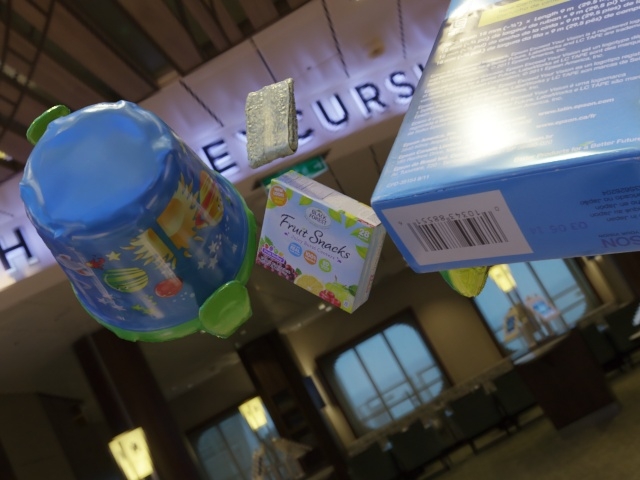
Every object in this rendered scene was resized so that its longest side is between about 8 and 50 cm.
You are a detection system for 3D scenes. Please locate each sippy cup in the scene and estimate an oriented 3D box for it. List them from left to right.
[{"bbox_3d":[-0.207,-0.029,0.893,0.305,0.240,0.224,7,-22,12],"label":"sippy cup"}]

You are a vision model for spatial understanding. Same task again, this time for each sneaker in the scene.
[{"bbox_3d":[0.192,0.016,1.190,0.123,0.110,0.295,11,5,13],"label":"sneaker"}]

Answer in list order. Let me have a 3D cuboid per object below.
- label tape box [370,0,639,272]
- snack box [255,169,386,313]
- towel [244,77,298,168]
[{"bbox_3d":[0.211,-0.137,0.726,0.240,0.106,0.334,-8,44,37],"label":"label tape box"},{"bbox_3d":[0.000,0.000,1.381,0.070,0.207,0.175,-33,-36,-52],"label":"snack box"},{"bbox_3d":[-0.087,-0.202,1.385,0.110,0.148,0.027,-18,-24,33],"label":"towel"}]
